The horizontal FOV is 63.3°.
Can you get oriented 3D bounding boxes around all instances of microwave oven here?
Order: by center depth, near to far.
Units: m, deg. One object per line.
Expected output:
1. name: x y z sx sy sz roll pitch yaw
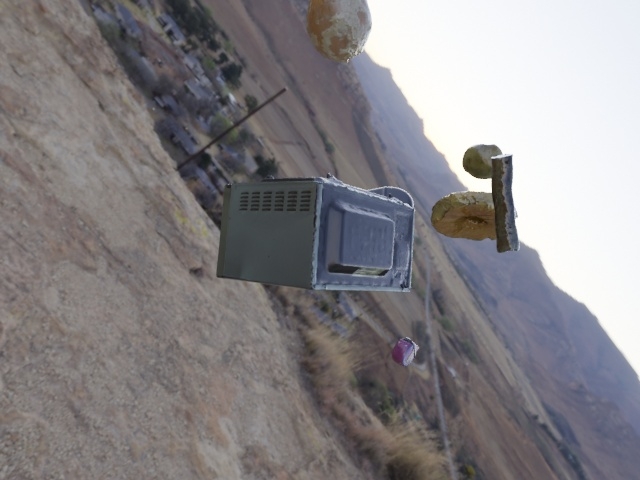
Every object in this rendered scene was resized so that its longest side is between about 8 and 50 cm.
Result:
1. microwave oven: 0.006 -0.011 1.087 0.355 0.286 0.219 8 85 -51

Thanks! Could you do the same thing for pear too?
1. pear: 0.642 -0.313 2.054 0.167 0.137 0.167 11 5 -1

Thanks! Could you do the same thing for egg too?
1. egg: 0.053 -0.662 1.559 0.203 0.203 0.245 -106 -178 -54

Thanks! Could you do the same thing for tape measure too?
1. tape measure: 0.362 0.481 2.234 0.074 0.118 0.125 23 -20 39

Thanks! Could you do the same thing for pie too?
1. pie: 0.589 -0.090 2.017 0.339 0.339 0.083 41 52 -46

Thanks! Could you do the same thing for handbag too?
1. handbag: 0.251 -0.123 2.224 0.254 0.307 0.093 -96 173 -46

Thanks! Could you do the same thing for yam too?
1. yam: 0.471 -0.096 1.332 0.061 0.061 0.253 -23 108 -76
